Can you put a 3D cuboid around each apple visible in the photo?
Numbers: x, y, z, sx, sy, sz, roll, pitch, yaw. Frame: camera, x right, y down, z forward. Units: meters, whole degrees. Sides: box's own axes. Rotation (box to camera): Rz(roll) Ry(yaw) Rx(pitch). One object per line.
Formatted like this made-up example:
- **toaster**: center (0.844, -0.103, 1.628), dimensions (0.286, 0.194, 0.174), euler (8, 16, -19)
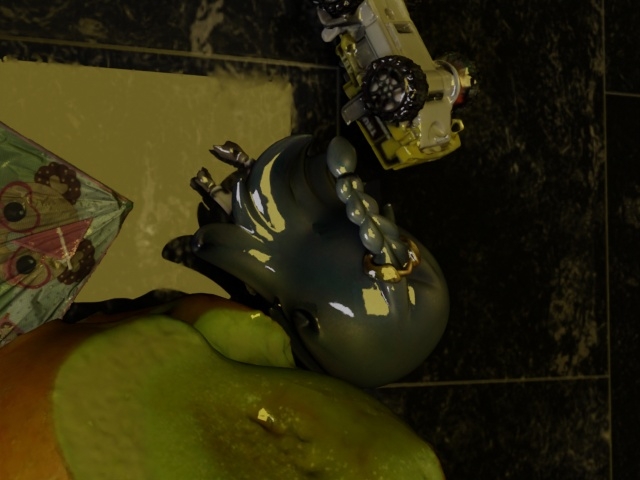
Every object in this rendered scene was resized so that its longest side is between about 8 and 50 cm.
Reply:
- **apple**: center (-0.106, 0.204, 0.552), dimensions (0.384, 0.374, 0.374), euler (-26, 95, -2)

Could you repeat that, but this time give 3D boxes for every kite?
- **kite**: center (-0.273, 0.006, 0.635), dimensions (0.267, 0.013, 0.323), euler (-20, 117, -39)

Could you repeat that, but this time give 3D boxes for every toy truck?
- **toy truck**: center (0.053, -0.208, 0.746), dimensions (0.136, 0.111, 0.286), euler (-18, 83, -48)

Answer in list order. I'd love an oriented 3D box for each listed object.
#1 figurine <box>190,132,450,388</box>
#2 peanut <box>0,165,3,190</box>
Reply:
- **figurine**: center (0.003, 0.015, 0.696), dimensions (0.265, 0.197, 0.175), euler (43, 89, -18)
- **peanut**: center (-0.320, -0.027, 0.641), dimensions (0.076, 0.076, 0.152), euler (24, 84, -15)
